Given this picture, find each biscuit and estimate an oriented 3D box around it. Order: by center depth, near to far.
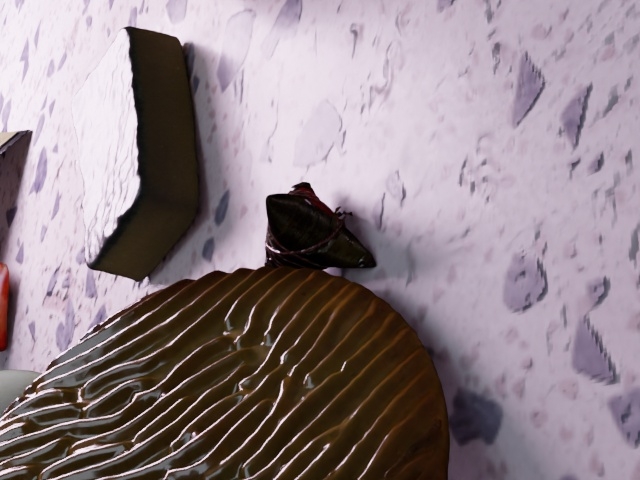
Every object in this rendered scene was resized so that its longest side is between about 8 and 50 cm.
[{"bbox_3d":[-0.082,0.134,0.557,0.318,0.040,0.318,-19,38,16],"label":"biscuit"}]

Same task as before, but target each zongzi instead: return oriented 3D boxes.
[{"bbox_3d":[0.000,0.000,0.634,0.067,0.073,0.083,-62,-3,-6],"label":"zongzi"}]

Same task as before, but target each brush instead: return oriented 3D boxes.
[{"bbox_3d":[-0.159,-0.074,0.877,0.123,0.059,0.197,-45,45,42],"label":"brush"}]

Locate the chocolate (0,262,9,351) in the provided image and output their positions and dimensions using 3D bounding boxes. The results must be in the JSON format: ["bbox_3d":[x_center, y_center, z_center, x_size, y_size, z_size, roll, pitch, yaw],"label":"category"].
[{"bbox_3d":[-0.489,0.048,1.172,0.235,0.237,0.108,4,82,58],"label":"chocolate"}]

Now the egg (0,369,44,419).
[{"bbox_3d":[-0.255,0.233,0.795,0.203,0.203,0.282,35,105,54],"label":"egg"}]

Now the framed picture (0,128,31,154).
[{"bbox_3d":[-0.450,-0.073,1.250,0.195,0.010,0.199,-46,26,-22],"label":"framed picture"}]
